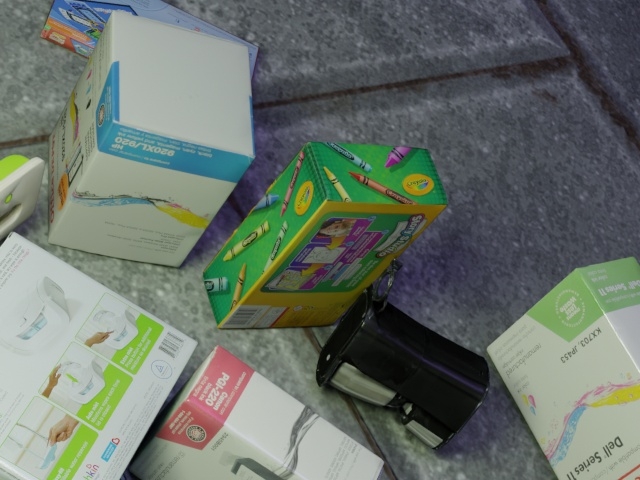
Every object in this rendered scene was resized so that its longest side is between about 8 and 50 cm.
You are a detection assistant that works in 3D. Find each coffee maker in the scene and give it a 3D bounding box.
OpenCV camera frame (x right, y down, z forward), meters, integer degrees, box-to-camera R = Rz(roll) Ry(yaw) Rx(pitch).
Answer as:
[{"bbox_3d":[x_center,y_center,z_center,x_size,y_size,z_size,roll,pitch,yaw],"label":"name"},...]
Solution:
[{"bbox_3d":[0.109,0.142,1.688,0.178,0.171,0.120,30,45,-11],"label":"coffee maker"}]

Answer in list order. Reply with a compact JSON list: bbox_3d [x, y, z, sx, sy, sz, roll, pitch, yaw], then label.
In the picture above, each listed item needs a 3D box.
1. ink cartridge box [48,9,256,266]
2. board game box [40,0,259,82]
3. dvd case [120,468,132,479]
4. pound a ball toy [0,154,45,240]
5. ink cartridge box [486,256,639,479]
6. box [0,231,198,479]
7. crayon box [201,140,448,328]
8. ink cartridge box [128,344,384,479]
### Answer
[{"bbox_3d":[-0.198,-0.109,1.638,0.168,0.232,0.171,12,51,-24],"label":"ink cartridge box"},{"bbox_3d":[-0.219,-0.262,1.895,0.281,0.027,0.145,24,44,-16],"label":"board game box"},{"bbox_3d":[-0.251,0.249,1.473,0.119,0.013,0.087,-6,60,-38],"label":"dvd case"},{"bbox_3d":[-0.444,-0.043,1.501,0.208,0.135,0.319,32,41,8],"label":"pound a ball toy"},{"bbox_3d":[0.381,0.225,1.779,0.119,0.207,0.353,-9,61,-40],"label":"ink cartridge box"},{"bbox_3d":[-0.285,0.156,1.427,0.231,0.126,0.262,30,42,-4],"label":"box"},{"bbox_3d":[0.000,0.000,1.651,0.165,0.278,0.081,1,57,-34],"label":"crayon box"},{"bbox_3d":[-0.068,0.236,1.502,0.218,0.158,0.092,34,42,-6],"label":"ink cartridge box"}]
